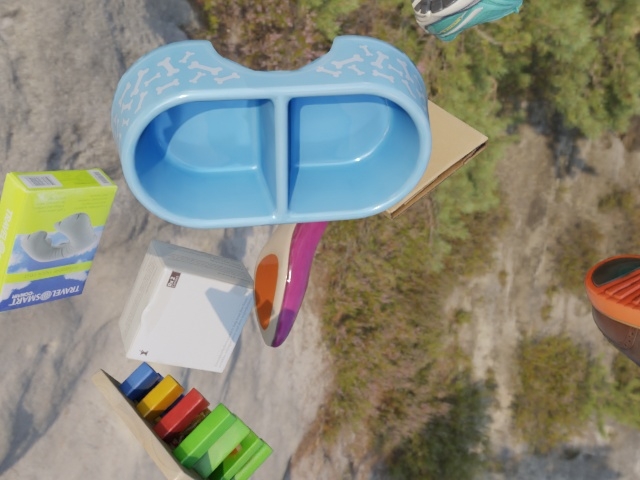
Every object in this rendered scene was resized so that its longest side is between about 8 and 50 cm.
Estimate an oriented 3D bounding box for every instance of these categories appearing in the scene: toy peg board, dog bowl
[{"bbox_3d":[-0.133,0.195,0.683,0.079,0.161,0.161,-44,143,-14],"label":"toy peg board"},{"bbox_3d":[-0.038,-0.089,0.583,0.074,0.297,0.165,-104,-167,-50],"label":"dog bowl"}]

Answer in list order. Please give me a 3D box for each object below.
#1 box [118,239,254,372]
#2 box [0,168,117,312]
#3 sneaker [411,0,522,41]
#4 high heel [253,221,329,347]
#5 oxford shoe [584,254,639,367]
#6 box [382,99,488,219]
[{"bbox_3d":[-0.234,0.117,1.138,0.182,0.119,0.181,17,107,-30],"label":"box"},{"bbox_3d":[-0.302,0.007,0.711,0.109,0.042,0.178,-12,135,-52],"label":"box"},{"bbox_3d":[0.258,-0.371,0.885,0.110,0.275,0.107,30,41,-54],"label":"sneaker"},{"bbox_3d":[0.000,0.000,1.097,0.181,0.127,0.377,14,83,-30],"label":"high heel"},{"bbox_3d":[0.346,0.100,0.541,0.097,0.271,0.098,-28,119,-12],"label":"oxford shoe"},{"bbox_3d":[0.083,-0.132,0.831,0.164,0.201,0.021,-38,146,-15],"label":"box"}]
